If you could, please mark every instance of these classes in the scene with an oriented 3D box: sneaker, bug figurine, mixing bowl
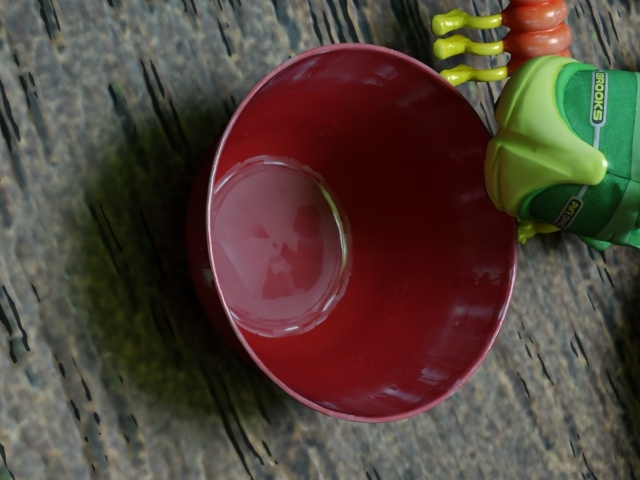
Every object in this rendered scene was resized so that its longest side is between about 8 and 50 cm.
[{"bbox_3d":[0.205,-0.037,0.645,0.295,0.123,0.110,-9,118,-46],"label":"sneaker"},{"bbox_3d":[0.193,-0.117,0.739,0.279,0.072,0.216,-32,123,-32],"label":"bug figurine"},{"bbox_3d":[0.000,0.000,0.617,0.181,0.098,0.182,4,82,-33],"label":"mixing bowl"}]
